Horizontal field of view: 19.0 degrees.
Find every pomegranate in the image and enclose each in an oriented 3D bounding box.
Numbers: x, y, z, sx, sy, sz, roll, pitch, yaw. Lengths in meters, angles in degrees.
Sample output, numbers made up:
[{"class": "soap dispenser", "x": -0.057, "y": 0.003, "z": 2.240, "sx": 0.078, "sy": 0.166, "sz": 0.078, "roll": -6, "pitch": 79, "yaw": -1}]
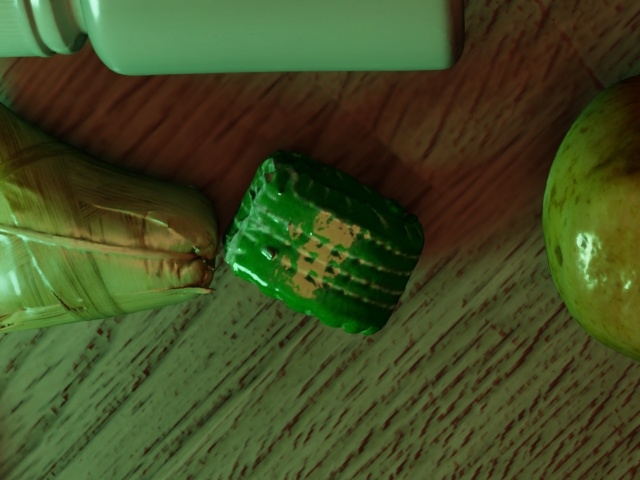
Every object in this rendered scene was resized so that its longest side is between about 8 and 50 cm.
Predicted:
[{"class": "pomegranate", "x": 0.254, "y": -0.021, "z": 1.239, "sx": 0.215, "sy": 0.215, "sz": 0.215, "roll": 1, "pitch": 106, "yaw": 4}]

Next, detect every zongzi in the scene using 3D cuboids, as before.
[{"class": "zongzi", "x": -0.171, "y": -0.040, "z": 1.331, "sx": 0.194, "sy": 0.099, "sz": 0.197, "roll": -7, "pitch": 98, "yaw": 6}]

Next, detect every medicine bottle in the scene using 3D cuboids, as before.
[{"class": "medicine bottle", "x": -0.079, "y": -0.209, "z": 1.213, "sx": 0.339, "sy": 0.208, "sz": 0.208, "roll": 0, "pitch": 106, "yaw": 4}]

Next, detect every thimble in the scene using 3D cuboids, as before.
[{"class": "thimble", "x": 0.000, "y": 0.000, "z": 1.315, "sx": 0.130, "sy": 0.118, "sz": 0.090, "roll": 23, "pitch": 104, "yaw": -26}]
